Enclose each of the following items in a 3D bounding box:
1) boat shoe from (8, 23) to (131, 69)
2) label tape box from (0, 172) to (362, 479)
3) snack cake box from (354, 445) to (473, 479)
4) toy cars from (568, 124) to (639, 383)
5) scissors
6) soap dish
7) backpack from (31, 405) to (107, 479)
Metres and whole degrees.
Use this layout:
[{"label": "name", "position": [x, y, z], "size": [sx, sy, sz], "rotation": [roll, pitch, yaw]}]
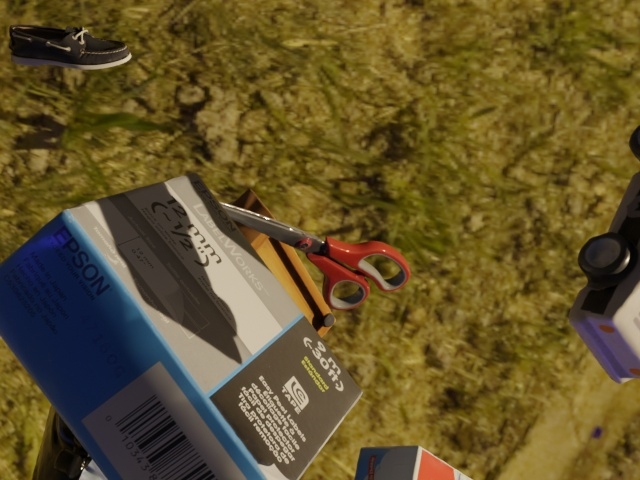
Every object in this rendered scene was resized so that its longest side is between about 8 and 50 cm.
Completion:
[{"label": "boat shoe", "position": [-0.253, -0.197, 1.020], "size": [0.046, 0.125, 0.038], "rotation": [-67, 160, -60]}, {"label": "label tape box", "position": [-0.090, 0.073, 0.852], "size": [0.115, 0.347, 0.249], "rotation": [-38, 88, 21]}, {"label": "snack cake box", "position": [0.142, 0.352, 1.152], "size": [0.264, 0.089, 0.152], "rotation": [38, 55, -35]}, {"label": "toy cars", "position": [0.316, -0.023, 0.733], "size": [0.393, 0.087, 0.177], "rotation": [-19, 108, -41]}, {"label": "scissors", "position": [0.000, 0.000, 1.108], "size": [0.109, 0.021, 0.297], "rotation": [-29, 141, 16]}, {"label": "soap dish", "position": [-0.113, 0.100, 1.642], "size": [0.229, 0.118, 0.291], "rotation": [-46, 128, -21]}, {"label": "backpack", "position": [-0.176, 0.250, 1.114], "size": [0.263, 0.276, 0.213], "rotation": [17, 112, -14]}]
